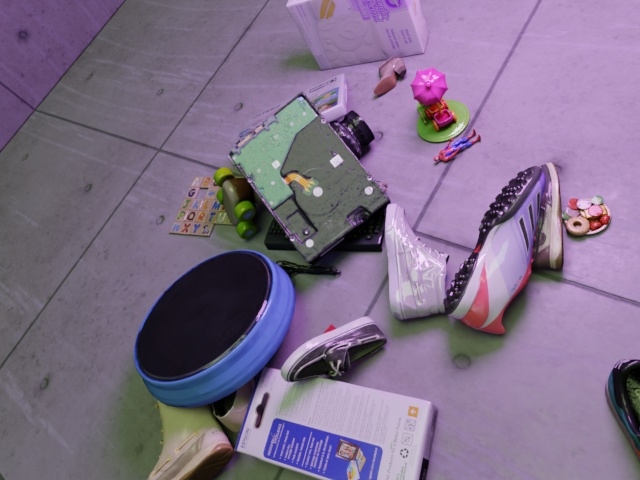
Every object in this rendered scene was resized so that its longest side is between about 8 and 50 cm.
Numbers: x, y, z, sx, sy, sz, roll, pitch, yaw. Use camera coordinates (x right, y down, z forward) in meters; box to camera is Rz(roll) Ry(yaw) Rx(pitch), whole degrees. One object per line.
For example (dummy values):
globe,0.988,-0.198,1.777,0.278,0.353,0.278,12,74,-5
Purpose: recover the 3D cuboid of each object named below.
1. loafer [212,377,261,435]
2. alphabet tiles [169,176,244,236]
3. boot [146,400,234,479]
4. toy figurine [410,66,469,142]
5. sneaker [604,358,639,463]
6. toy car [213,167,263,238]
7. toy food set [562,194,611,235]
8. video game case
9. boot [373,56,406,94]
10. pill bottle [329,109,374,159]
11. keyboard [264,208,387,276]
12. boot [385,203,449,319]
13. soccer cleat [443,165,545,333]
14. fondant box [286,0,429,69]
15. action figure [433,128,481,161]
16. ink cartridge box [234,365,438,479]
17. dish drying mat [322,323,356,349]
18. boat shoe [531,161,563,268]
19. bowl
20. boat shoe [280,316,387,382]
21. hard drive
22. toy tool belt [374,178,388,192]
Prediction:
loafer,-0.202,0.287,1.098,0.101,0.092,0.269,-34,51,6
alphabet tiles,-0.314,-0.101,1.452,0.237,0.009,0.198,4,63,31
boot,-0.319,0.440,1.068,0.262,0.095,0.203,-42,47,6
toy figurine,0.263,-0.346,1.191,0.130,0.159,0.173,-27,51,11
sneaker,0.496,0.304,0.689,0.108,0.121,0.302,-29,52,11
toy car,-0.162,-0.123,1.330,0.188,0.149,0.155,-24,61,-19
toy food set,0.508,-0.049,0.964,0.083,0.020,0.083,-15,55,21
video game case,-0.080,-0.336,1.377,0.328,0.036,0.300,-21,29,16
boot,0.181,-0.455,1.384,0.118,0.042,0.087,-34,45,5
pill bottle,0.024,-0.221,1.268,0.219,0.123,0.123,-40,51,1
keyboard,0.000,0.000,1.205,0.316,0.033,0.202,0,62,29
boot,0.204,0.035,1.044,0.123,0.095,0.259,-8,66,17
soccer cleat,0.347,0.018,0.931,0.116,0.108,0.318,28,87,-1
fondant box,0.105,-0.612,1.388,0.330,0.238,0.096,0,61,29
action figure,0.313,-0.217,1.170,0.115,0.030,0.038,-34,56,9
ink cartridge box,0.023,0.359,0.951,0.370,0.069,0.176,5,64,28
dish drying mat,0.040,0.214,1.066,0.032,0.008,0.083,-47,52,-4
boat shoe,0.425,-0.051,0.973,0.073,0.080,0.224,-3,65,21
bowl,-0.245,0.176,1.124,0.390,0.077,0.391,-21,37,17
boat shoe,0.029,0.223,0.982,0.219,0.078,0.070,-25,46,-19
hard drive,-0.030,-0.145,1.167,0.236,0.064,0.339,-39,77,4
toy tool belt,0.118,-0.123,1.211,0.083,0.052,0.051,-3,29,23
